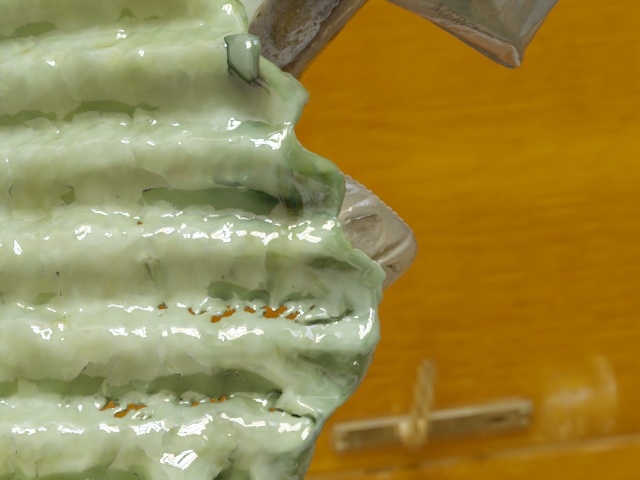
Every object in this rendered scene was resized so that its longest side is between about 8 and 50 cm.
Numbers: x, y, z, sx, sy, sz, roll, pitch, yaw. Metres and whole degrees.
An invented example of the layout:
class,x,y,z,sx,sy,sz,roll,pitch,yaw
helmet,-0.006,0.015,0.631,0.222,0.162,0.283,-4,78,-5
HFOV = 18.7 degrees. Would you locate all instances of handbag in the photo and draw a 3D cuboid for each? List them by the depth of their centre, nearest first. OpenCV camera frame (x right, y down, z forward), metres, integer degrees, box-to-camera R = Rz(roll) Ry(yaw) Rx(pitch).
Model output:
class,x,y,z,sx,sy,sz,roll,pitch,yaw
handbag,0.124,-0.237,1.512,0.182,0.270,0.117,-52,50,17

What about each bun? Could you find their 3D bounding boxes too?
class,x,y,z,sx,sy,sz,roll,pitch,yaw
bun,0.000,0.000,1.807,0.166,0.113,0.173,31,170,32

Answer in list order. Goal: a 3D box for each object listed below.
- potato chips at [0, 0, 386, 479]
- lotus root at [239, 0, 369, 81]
class,x,y,z,sx,sy,sz,roll,pitch,yaw
potato chips,-0.162,0.016,1.038,0.373,0.389,0.097,-69,-23,-5
lotus root,-0.094,-0.164,1.755,0.260,0.149,0.267,-57,34,-3
